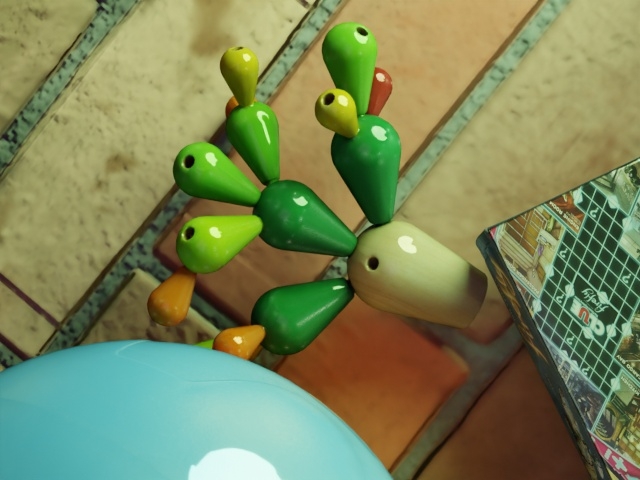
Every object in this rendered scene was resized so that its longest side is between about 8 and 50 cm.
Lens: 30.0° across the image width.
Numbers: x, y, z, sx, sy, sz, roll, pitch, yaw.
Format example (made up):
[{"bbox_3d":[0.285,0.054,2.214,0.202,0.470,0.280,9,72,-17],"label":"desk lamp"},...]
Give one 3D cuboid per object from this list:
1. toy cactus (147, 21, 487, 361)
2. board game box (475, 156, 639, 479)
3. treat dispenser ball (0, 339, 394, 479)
[{"bbox_3d":[0.000,0.000,0.648,0.180,0.112,0.219,25,88,-12],"label":"toy cactus"},{"bbox_3d":[0.208,0.071,0.623,0.165,0.042,0.243,-25,85,-5],"label":"board game box"},{"bbox_3d":[-0.085,0.189,0.543,0.288,0.288,0.288,0,88,7],"label":"treat dispenser ball"}]
